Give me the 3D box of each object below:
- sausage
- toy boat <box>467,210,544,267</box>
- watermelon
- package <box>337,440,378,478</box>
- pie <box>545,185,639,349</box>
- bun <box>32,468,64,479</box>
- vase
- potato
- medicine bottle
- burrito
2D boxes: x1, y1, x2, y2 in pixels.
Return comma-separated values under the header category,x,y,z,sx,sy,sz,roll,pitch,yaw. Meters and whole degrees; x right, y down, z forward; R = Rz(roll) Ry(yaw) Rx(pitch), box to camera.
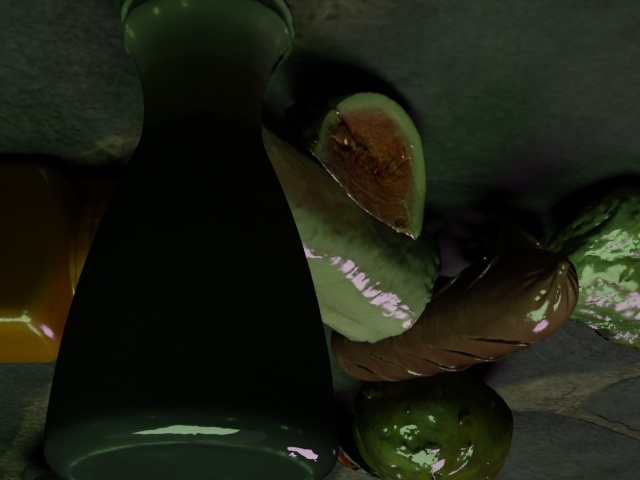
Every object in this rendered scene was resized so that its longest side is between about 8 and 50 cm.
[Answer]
category,x,y,z,sx,sy,sz,roll,pitch,yaw
sausage,0.108,0.075,1.233,0.087,0.088,0.433,11,165,-19
toy boat,0.166,0.037,1.261,0.072,0.064,0.206,14,155,18
watermelon,0.035,-0.075,1.025,0.069,0.087,0.163,-40,144,10
package,0.036,0.262,1.703,0.154,0.030,0.239,26,173,31
pie,0.301,0.039,1.214,0.248,0.090,0.201,18,143,-31
bun,-0.262,0.378,1.856,0.293,0.187,0.293,23,157,10
vase,-0.079,-0.007,0.877,0.173,0.321,0.173,-1,156,-1
potato,0.125,0.211,1.537,0.176,0.141,0.298,12,166,14
medicine bottle,-0.252,0.019,1.133,0.222,0.149,0.112,0,155,1
burrito,-0.003,0.001,1.143,0.143,0.105,0.299,-5,156,34
